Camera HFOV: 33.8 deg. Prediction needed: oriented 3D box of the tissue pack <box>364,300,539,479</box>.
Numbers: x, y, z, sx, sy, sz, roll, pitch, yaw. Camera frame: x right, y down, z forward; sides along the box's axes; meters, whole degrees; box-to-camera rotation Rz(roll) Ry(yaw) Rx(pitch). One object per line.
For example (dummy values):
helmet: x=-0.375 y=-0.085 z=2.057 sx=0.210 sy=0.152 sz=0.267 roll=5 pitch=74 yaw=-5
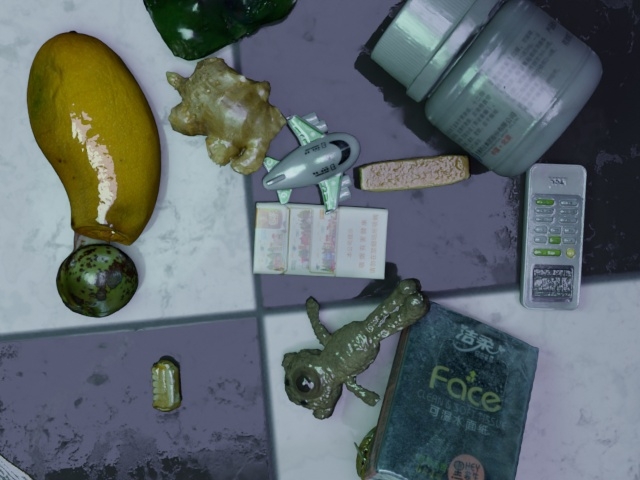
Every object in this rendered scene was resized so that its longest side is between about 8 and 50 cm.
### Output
tissue pack: x=0.213 y=0.278 z=1.704 sx=0.228 sy=0.103 sz=0.315 roll=23 pitch=58 yaw=-9

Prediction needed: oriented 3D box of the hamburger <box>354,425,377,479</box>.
hamburger: x=0.140 y=0.383 z=1.770 sx=0.185 sy=0.113 sz=0.177 roll=27 pitch=93 yaw=-7

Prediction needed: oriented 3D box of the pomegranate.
pomegranate: x=-0.371 y=0.045 z=1.695 sx=0.125 sy=0.138 sz=0.163 roll=-32 pitch=86 yaw=-28

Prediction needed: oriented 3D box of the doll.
doll: x=0.057 y=0.181 z=1.715 sx=0.286 sy=0.091 sz=0.202 roll=-14 pitch=90 yaw=26

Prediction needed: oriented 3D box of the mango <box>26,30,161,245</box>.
mango: x=-0.349 y=-0.162 z=1.661 sx=0.187 sy=0.144 sz=0.359 roll=-21 pitch=86 yaw=-21

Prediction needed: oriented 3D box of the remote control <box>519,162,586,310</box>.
remote control: x=0.396 y=-0.006 z=1.798 sx=0.103 sy=0.034 sz=0.250 roll=3 pitch=95 yaw=-5

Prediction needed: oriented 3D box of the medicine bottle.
medicine bottle: x=0.257 y=-0.275 z=1.661 sx=0.306 sy=0.245 sz=0.245 roll=39 pitch=91 yaw=0

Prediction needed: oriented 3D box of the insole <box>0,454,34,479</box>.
insole: x=-0.531 y=0.400 z=1.773 sx=0.064 sy=0.004 sz=0.188 roll=-44 pitch=97 yaw=-1

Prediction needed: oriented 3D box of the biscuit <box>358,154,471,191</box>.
biscuit: x=0.156 y=-0.113 z=1.760 sx=0.188 sy=0.056 sz=0.052 roll=-5 pitch=97 yaw=-5

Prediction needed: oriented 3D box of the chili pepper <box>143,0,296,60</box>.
chili pepper: x=-0.146 y=-0.395 z=1.682 sx=0.264 sy=0.116 sz=0.148 roll=-24 pitch=88 yaw=-3

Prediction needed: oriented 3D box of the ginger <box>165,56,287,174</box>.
ginger: x=-0.160 y=-0.213 z=1.704 sx=0.216 sy=0.102 sz=0.157 roll=34 pitch=101 yaw=7

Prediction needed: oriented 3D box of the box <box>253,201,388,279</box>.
box: x=0.000 y=0.000 z=1.768 sx=0.220 sy=0.032 sz=0.122 roll=3 pitch=93 yaw=-4

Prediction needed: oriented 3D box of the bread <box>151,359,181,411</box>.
bread: x=-0.259 y=0.243 z=1.768 sx=0.049 sy=0.033 sz=0.088 roll=-6 pitch=91 yaw=10

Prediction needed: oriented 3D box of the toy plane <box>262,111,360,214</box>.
toy plane: x=-0.014 y=-0.126 z=1.734 sx=0.174 sy=0.080 sz=0.174 roll=0 pitch=92 yaw=-5
